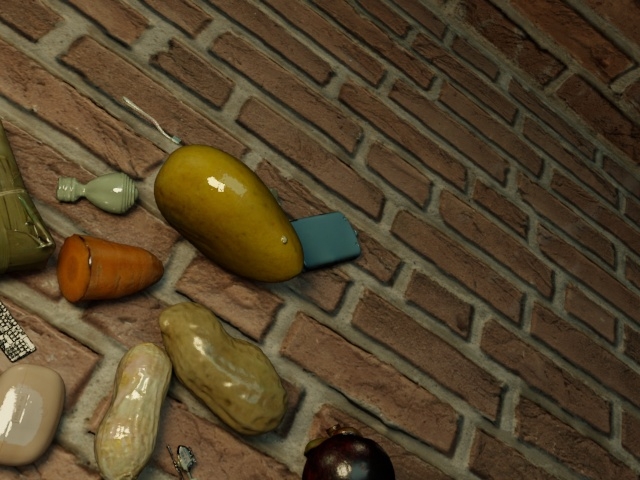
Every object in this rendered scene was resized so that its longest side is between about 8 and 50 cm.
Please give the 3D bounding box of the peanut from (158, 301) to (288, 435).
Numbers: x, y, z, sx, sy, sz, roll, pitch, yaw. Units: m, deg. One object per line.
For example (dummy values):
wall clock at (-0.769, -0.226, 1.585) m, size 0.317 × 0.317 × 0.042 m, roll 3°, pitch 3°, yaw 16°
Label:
peanut at (-0.229, 0.296, 1.394) m, size 0.387 × 0.169 × 0.192 m, roll 45°, pitch 44°, yaw -2°

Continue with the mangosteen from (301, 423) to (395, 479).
mangosteen at (0.060, 0.551, 1.409) m, size 0.228 × 0.228 × 0.265 m, roll 17°, pitch 25°, yaw -23°

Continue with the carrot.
carrot at (-0.481, 0.063, 1.394) m, size 0.225 × 0.159 × 0.159 m, roll 0°, pitch 64°, yaw -43°

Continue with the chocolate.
chocolate at (-0.403, 0.365, 1.269) m, size 0.134 × 0.134 × 0.309 m, roll 20°, pitch 57°, yaw -22°

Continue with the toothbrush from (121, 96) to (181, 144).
toothbrush at (-0.489, -0.345, 1.693) m, size 0.204 × 0.017 × 0.022 m, roll 38°, pitch 61°, yaw -9°

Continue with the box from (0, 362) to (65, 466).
box at (-0.600, 0.348, 1.184) m, size 0.146 × 0.088 × 0.200 m, roll 18°, pitch 55°, yaw -22°

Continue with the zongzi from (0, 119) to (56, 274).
zongzi at (-0.815, -0.082, 1.202) m, size 0.447 × 0.181 × 0.417 m, roll -8°, pitch 69°, yaw -48°

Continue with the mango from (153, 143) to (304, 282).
mango at (-0.222, -0.059, 1.511) m, size 0.445 × 0.301 × 0.220 m, roll 36°, pitch 50°, yaw -4°

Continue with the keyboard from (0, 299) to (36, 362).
keyboard at (-0.697, 0.173, 1.271) m, size 0.195 × 0.018 × 0.060 m, roll 51°, pitch 53°, yaw 3°

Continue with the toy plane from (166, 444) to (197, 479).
toy plane at (-0.303, 0.506, 1.319) m, size 0.049 × 0.031 × 0.120 m, roll -19°, pitch 73°, yaw -32°

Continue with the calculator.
calculator at (0.000, 0.000, 1.780) m, size 0.293 × 0.051 × 0.172 m, roll -13°, pitch 71°, yaw -37°

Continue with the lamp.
lamp at (-0.557, -0.124, 1.477) m, size 0.193 × 0.106 × 0.106 m, roll 5°, pitch 62°, yaw -20°

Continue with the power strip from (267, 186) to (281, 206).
power strip at (-0.246, -0.140, 1.707) m, size 0.272 × 0.052 × 0.078 m, roll 14°, pitch 58°, yaw -24°
